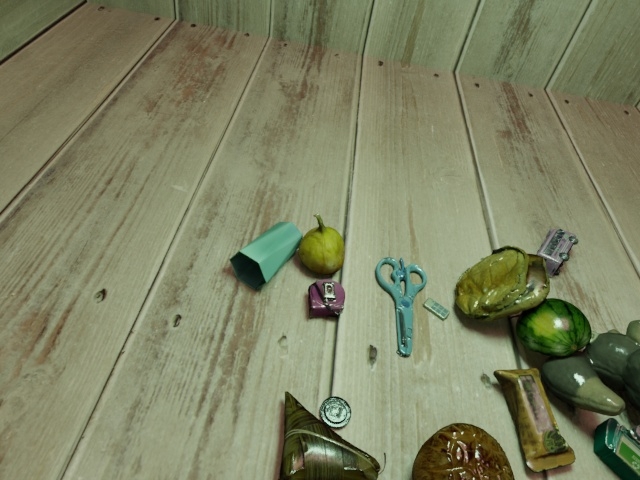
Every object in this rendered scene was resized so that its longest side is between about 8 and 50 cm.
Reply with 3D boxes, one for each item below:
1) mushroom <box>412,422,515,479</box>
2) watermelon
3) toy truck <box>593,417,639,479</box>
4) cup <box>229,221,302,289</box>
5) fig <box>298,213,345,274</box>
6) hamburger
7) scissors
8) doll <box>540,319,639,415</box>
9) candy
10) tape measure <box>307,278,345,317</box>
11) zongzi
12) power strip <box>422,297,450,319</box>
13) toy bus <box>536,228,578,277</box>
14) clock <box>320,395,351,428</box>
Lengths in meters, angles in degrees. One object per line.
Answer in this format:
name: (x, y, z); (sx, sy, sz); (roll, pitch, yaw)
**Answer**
mushroom: (0.342, 0.559, 1.087); (0.253, 0.153, 0.253); (8, 54, -11)
watermelon: (0.696, 0.243, 1.395); (0.204, 0.127, 0.232); (-14, 20, 12)
toy truck: (0.840, 0.580, 1.193); (0.124, 0.114, 0.253); (-31, 58, -18)
cup: (-0.161, 0.036, 1.502); (0.148, 0.134, 0.235); (33, 48, 16)
fig: (0.000, 0.000, 1.489); (0.159, 0.257, 0.159); (-4, 52, 5)
hamburger: (0.581, 0.146, 1.472); (0.134, 0.285, 0.265); (39, 42, -21)
scissors: (0.266, 0.199, 1.497); (0.180, 0.032, 0.393); (10, 45, -1)
doll: (0.869, 0.414, 1.275); (0.378, 0.252, 0.382); (-28, 18, -9)
candy: (0.580, 0.476, 1.249); (0.143, 0.101, 0.271); (-4, 52, -7)
tape measure: (0.019, 0.183, 1.434); (0.118, 0.074, 0.125); (0, 48, -13)
zongzi: (0.027, 0.482, 1.129); (0.247, 0.111, 0.241); (9, 39, -10)
power strip: (0.379, 0.224, 1.507); (0.090, 0.016, 0.040); (36, 50, 22)
toy bus: (0.880, 0.042, 1.733); (0.108, 0.096, 0.199); (31, 51, 24)
clock: (0.040, 0.453, 1.214); (0.085, 0.017, 0.085); (6, 45, -6)
